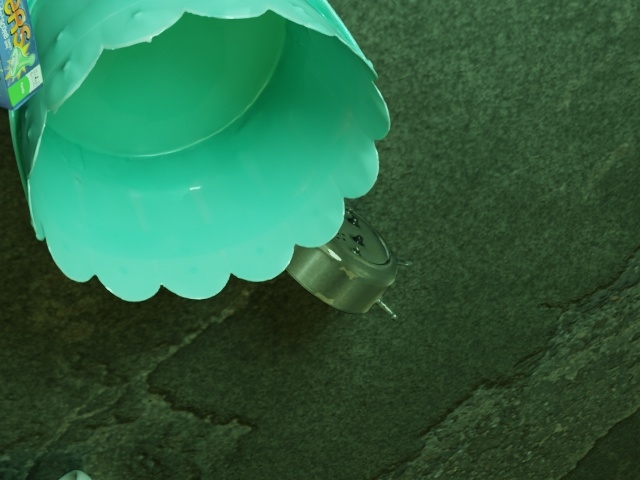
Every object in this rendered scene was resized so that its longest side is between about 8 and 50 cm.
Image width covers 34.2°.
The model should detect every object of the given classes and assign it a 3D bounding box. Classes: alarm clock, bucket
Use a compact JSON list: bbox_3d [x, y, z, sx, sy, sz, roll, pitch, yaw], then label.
[{"bbox_3d":[0.000,0.000,1.028,0.192,0.129,0.064,28,115,-20],"label":"alarm clock"},{"bbox_3d":[-0.107,-0.108,0.814,0.281,0.183,0.281,-16,137,-15],"label":"bucket"}]

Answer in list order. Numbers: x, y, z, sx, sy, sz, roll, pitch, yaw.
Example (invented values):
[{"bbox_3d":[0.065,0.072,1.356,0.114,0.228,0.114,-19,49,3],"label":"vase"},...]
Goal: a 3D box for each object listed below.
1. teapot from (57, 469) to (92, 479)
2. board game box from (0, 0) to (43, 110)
[{"bbox_3d":[-0.385,0.393,1.170,0.256,0.187,0.252,0,106,-6],"label":"teapot"},{"bbox_3d":[-0.279,-0.173,0.666,0.035,0.201,0.136,-55,157,-40],"label":"board game box"}]
